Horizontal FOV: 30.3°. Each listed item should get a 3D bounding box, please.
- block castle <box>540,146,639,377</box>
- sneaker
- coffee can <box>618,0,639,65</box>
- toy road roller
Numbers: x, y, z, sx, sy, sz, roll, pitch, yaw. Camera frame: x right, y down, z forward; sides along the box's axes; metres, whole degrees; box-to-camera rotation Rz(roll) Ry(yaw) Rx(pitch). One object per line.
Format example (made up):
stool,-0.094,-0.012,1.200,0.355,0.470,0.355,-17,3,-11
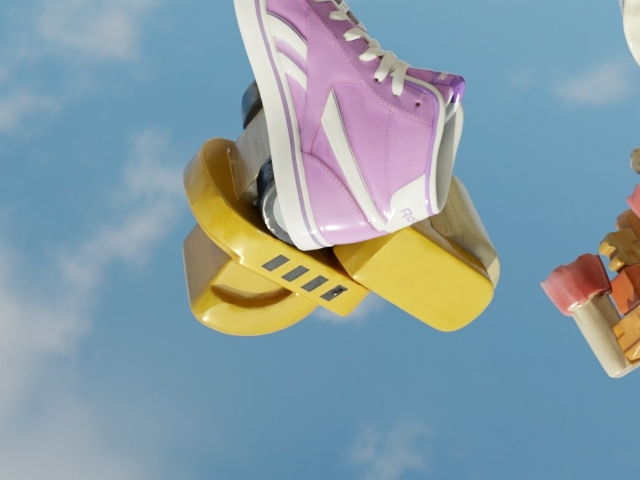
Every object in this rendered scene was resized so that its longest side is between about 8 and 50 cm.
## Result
block castle,0.534,-0.013,1.539,0.453,0.303,0.213,-15,-114,-29
sneaker,0.031,-0.145,0.932,0.102,0.161,0.282,-17,-87,-66
coffee can,0.393,-0.299,1.205,0.201,0.202,0.275,14,-142,-5
toy road roller,0.000,0.000,1.247,0.329,0.240,0.202,29,-154,-29
